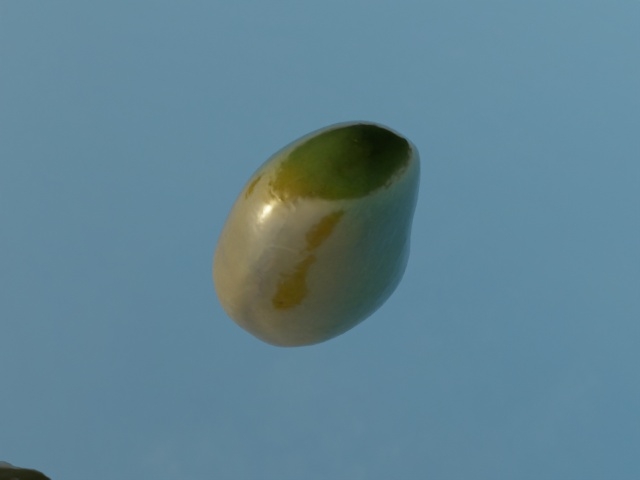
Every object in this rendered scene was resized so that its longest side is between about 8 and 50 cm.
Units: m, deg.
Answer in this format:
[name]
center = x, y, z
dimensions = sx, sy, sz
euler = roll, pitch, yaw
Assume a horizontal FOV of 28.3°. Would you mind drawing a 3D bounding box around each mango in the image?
[mango]
center = 0.000, 0.000, 0.971
dimensions = 0.156, 0.251, 0.114
euler = -2, -115, -14

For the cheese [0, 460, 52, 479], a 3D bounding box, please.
[cheese]
center = -0.171, 0.238, 0.567
dimensions = 0.163, 0.082, 0.286
euler = 9, -123, 13
